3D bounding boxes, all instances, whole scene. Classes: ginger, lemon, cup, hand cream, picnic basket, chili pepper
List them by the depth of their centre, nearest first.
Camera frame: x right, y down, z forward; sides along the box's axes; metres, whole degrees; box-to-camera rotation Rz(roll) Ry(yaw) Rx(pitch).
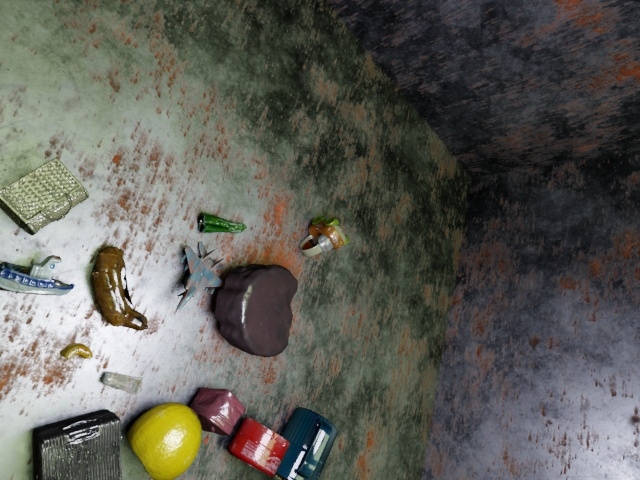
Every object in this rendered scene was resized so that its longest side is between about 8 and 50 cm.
[{"bbox_3d":[-0.836,-0.127,1.213,0.196,0.134,0.154,-50,117,-35],"label":"picnic basket"},{"bbox_3d":[-0.693,0.174,1.354,0.133,0.107,0.309,-24,104,-67],"label":"ginger"},{"bbox_3d":[-0.522,0.679,1.383,0.219,0.240,0.240,-36,112,-30],"label":"lemon"},{"bbox_3d":[-0.687,0.489,1.387,0.143,0.039,0.061,43,52,-44],"label":"hand cream"},{"bbox_3d":[-0.253,0.849,1.645,0.230,0.230,0.149,49,53,-30],"label":"hand cream"},{"bbox_3d":[-0.404,-0.067,1.685,0.227,0.059,0.088,4,79,-46],"label":"chili pepper"},{"bbox_3d":[-0.082,0.920,1.783,0.292,0.242,0.308,-56,152,-34],"label":"cup"}]

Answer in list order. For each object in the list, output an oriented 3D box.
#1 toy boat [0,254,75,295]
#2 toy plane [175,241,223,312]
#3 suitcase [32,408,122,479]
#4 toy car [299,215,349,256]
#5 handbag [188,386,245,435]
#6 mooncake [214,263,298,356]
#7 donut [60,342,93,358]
[{"bbox_3d":[-0.863,0.090,1.177,0.262,0.114,0.115,16,89,-39],"label":"toy boat"},{"bbox_3d":[-0.483,0.154,1.539,0.223,0.104,0.326,54,38,-27],"label":"toy plane"},{"bbox_3d":[-0.747,0.722,1.232,0.230,0.152,0.335,0,85,-46],"label":"suitcase"},{"bbox_3d":[0.000,0.000,1.978,0.235,0.235,0.145,-51,120,-34],"label":"toy car"},{"bbox_3d":[-0.404,0.648,1.515,0.146,0.225,0.135,56,45,-24],"label":"handbag"},{"bbox_3d":[-0.268,0.275,1.674,0.350,0.212,0.381,53,49,-45],"label":"mooncake"},{"bbox_3d":[-0.782,0.368,1.295,0.083,0.038,0.067,56,50,-24],"label":"donut"}]
